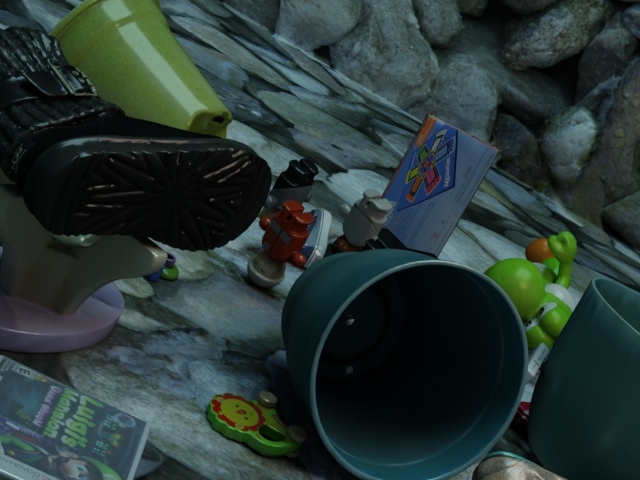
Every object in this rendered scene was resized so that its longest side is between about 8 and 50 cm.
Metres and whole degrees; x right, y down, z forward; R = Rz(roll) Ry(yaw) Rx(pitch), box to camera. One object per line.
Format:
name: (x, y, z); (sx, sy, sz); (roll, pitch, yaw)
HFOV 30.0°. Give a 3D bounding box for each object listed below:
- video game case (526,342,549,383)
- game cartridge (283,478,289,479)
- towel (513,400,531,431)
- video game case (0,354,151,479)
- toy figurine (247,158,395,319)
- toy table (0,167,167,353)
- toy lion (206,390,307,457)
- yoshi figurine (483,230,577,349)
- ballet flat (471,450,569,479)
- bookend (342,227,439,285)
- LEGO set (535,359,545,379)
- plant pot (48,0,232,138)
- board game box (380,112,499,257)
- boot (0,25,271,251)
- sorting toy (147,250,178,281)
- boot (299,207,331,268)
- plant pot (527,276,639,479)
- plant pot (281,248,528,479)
video game case: (0.244, 0.212, 1.629); (0.019, 0.157, 0.143); (46, 20, 7)
game cartridge: (-0.032, 0.280, 1.246); (0.056, 0.017, 0.083); (34, 18, 6)
towel: (0.413, 0.333, 1.766); (0.199, 0.031, 0.275); (12, 26, -49)
video game case: (-0.257, 0.190, 1.139); (0.173, 0.022, 0.190); (27, 17, -7)
toy figurine: (0.000, 0.000, 1.819); (0.213, 0.148, 0.209); (21, 32, -14)
toy table: (-0.301, 0.013, 1.344); (0.252, 0.161, 0.274); (33, 17, 11)
toy lion: (-0.078, 0.208, 1.357); (0.096, 0.034, 0.100); (0, 33, -45)
yoshi figurine: (0.360, 0.078, 2.113); (0.203, 0.203, 0.362); (8, 13, 3)
ballet flat: (0.326, 0.360, 1.473); (0.316, 0.107, 0.106); (19, 39, -13)
bookend: (0.134, 0.041, 2.068); (0.156, 0.072, 0.157); (11, 25, -38)
LEGO set: (0.269, 0.181, 1.971); (0.182, 0.060, 0.244); (10, 13, -45)
plant pot: (-0.288, -0.227, 1.924); (0.254, 0.276, 0.276); (45, 21, 14)
board game box: (0.187, -0.073, 2.130); (0.145, 0.281, 0.027); (25, 17, -13)
boot: (-0.237, -0.117, 1.316); (0.260, 0.131, 0.348); (41, 20, 34)
sorting toy: (-0.228, 0.022, 1.621); (0.102, 0.042, 0.061); (14, 23, -41)
boot: (-0.035, -0.021, 1.994); (0.086, 0.069, 0.190); (29, 19, -10)
plant pot: (0.417, 0.228, 1.600); (0.293, 0.235, 0.293); (31, 16, -10)
plant pot: (0.073, 0.130, 1.468); (0.272, 0.271, 0.255); (21, 3, -23)
